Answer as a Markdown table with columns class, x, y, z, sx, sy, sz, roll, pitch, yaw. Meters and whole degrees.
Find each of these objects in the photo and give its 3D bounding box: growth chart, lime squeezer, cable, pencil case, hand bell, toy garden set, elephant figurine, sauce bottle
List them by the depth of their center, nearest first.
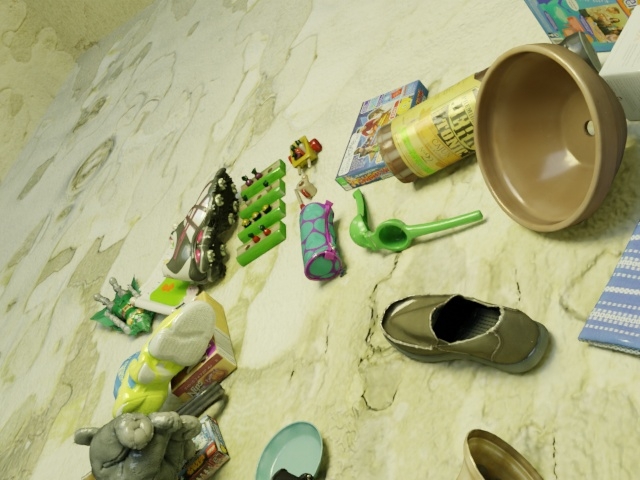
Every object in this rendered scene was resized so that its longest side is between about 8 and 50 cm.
| class | x | y | z | sx | sy | sz | roll | pitch | yaw |
| --- | --- | --- | --- | --- | --- | --- | --- | --- | --- |
| hand bell | 0.116 | 0.319 | 0.821 | 0.242 | 0.126 | 0.126 | -49 | 30 | 19 |
| elephant figurine | -0.243 | 0.367 | 1.107 | 0.186 | 0.169 | 0.239 | -40 | 50 | 55 |
| sauce bottle | 0.248 | -0.202 | 1.213 | 0.344 | 0.111 | 0.111 | -28 | 36 | 31 |
| lime squeezer | 0.114 | -0.022 | 1.247 | 0.110 | 0.058 | 0.310 | -26 | 21 | -26 |
| cable | -0.264 | 0.335 | 1.292 | 0.287 | 0.072 | 0.139 | -33 | -11 | -8 |
| pencil case | 0.000 | 0.000 | 1.330 | 0.070 | 0.064 | 0.151 | -50 | 28 | 28 |
| toy garden set | -0.087 | -0.092 | 1.552 | 0.204 | 0.049 | 0.244 | -33 | 34 | 22 |
| growth chart | -0.281 | 0.054 | 1.616 | 0.172 | 0.021 | 0.237 | 0 | 49 | 31 |

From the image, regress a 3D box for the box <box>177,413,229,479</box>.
| class | x | y | z | sx | sy | sz | roll | pitch | yaw |
| --- | --- | --- | --- | --- | --- | --- | --- | --- | --- |
| box | -0.204 | 0.344 | 1.225 | 0.137 | 0.027 | 0.094 | -45 | 30 | 4 |

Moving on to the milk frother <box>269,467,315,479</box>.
| class | x | y | z | sx | sy | sz | roll | pitch | yaw |
| --- | --- | --- | --- | --- | --- | --- | --- | --- | --- |
| milk frother | 0.011 | 0.326 | 0.932 | 0.135 | 0.129 | 0.143 | 17 | 30 | 20 |

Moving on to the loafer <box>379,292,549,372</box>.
| class | x | y | z | sx | sy | sz | roll | pitch | yaw |
| --- | --- | --- | --- | --- | --- | --- | --- | --- | --- |
| loafer | 0.163 | 0.098 | 1.001 | 0.251 | 0.087 | 0.094 | -1 | 54 | 50 |

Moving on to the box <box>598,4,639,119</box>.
| class | x | y | z | sx | sy | sz | roll | pitch | yaw |
| --- | --- | --- | --- | --- | --- | --- | --- | --- | --- |
| box | 0.464 | -0.231 | 1.004 | 0.170 | 0.091 | 0.130 | 8 | 61 | 54 |

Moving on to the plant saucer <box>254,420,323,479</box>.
| class | x | y | z | sx | sy | sz | roll | pitch | yaw |
| --- | --- | --- | --- | --- | --- | --- | --- | --- | --- |
| plant saucer | -0.038 | 0.302 | 1.079 | 0.119 | 0.021 | 0.119 | -31 | 35 | 25 |

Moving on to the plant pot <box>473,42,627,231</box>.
| class | x | y | z | sx | sy | sz | roll | pitch | yaw |
| --- | --- | --- | --- | --- | --- | --- | --- | --- | --- |
| plant pot | 0.309 | -0.135 | 1.022 | 0.110 | 0.237 | 0.237 | -12 | 22 | -23 |

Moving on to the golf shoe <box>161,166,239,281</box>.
| class | x | y | z | sx | sy | sz | roll | pitch | yaw |
| --- | --- | --- | --- | --- | --- | --- | --- | --- | --- |
| golf shoe | -0.238 | -0.038 | 1.589 | 0.120 | 0.105 | 0.272 | -8 | 47 | 20 |

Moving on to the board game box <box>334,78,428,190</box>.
| class | x | y | z | sx | sy | sz | roll | pitch | yaw |
| --- | --- | --- | --- | --- | --- | --- | --- | --- | --- |
| board game box | 0.110 | -0.190 | 1.437 | 0.136 | 0.035 | 0.201 | -14 | 44 | 41 |

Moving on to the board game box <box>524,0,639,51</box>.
| class | x | y | z | sx | sy | sz | roll | pitch | yaw |
| --- | --- | --- | --- | --- | --- | --- | --- | --- | --- |
| board game box | 0.398 | -0.340 | 1.142 | 0.047 | 0.160 | 0.210 | -55 | 33 | -13 |

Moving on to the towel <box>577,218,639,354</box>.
| class | x | y | z | sx | sy | sz | roll | pitch | yaw |
| --- | --- | --- | --- | --- | --- | --- | --- | --- | --- |
| towel | 0.434 | -0.021 | 0.839 | 0.336 | 0.040 | 0.243 | -57 | 27 | -16 |

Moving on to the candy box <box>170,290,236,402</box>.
| class | x | y | z | sx | sy | sz | roll | pitch | yaw |
| --- | --- | --- | --- | --- | --- | --- | --- | --- | --- |
| candy box | -0.213 | 0.184 | 1.392 | 0.109 | 0.053 | 0.186 | -41 | 31 | 10 |

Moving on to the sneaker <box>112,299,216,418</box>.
| class | x | y | z | sx | sy | sz | roll | pitch | yaw |
| --- | --- | --- | --- | --- | --- | --- | --- | --- | --- |
| sneaker | -0.273 | 0.188 | 1.325 | 0.240 | 0.091 | 0.126 | -53 | 31 | -5 |

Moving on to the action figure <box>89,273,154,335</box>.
| class | x | y | z | sx | sy | sz | roll | pitch | yaw |
| --- | --- | --- | --- | --- | --- | --- | --- | --- | --- |
| action figure | -0.402 | 0.141 | 1.665 | 0.137 | 0.063 | 0.232 | -51 | 35 | -12 |
